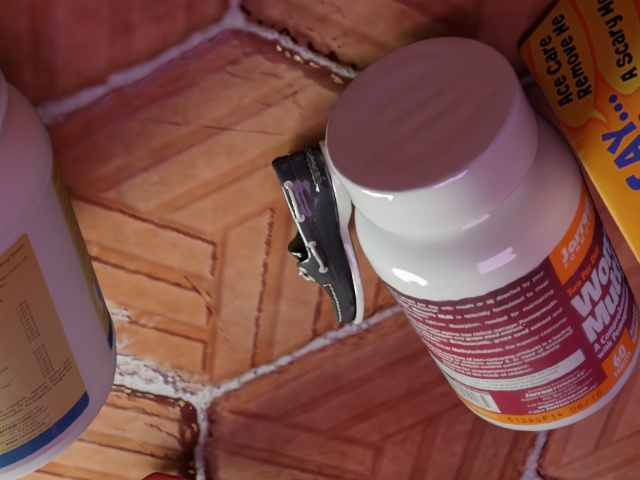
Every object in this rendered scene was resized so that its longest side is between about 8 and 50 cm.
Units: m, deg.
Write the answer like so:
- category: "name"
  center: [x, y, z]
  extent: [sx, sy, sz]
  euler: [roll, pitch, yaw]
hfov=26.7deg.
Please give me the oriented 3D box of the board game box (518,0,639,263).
- category: "board game box"
  center: [0.381, -0.052, 0.602]
  extent: [0.356, 0.356, 0.356]
  euler: [20, 124, -33]

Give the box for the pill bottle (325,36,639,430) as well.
- category: "pill bottle"
  center: [0.091, 0.001, 0.728]
  extent: [0.121, 0.121, 0.221]
  euler: [-26, 136, 8]

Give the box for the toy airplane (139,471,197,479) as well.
- category: "toy airplane"
  center: [-0.123, 0.395, 0.859]
  extent: [0.272, 0.384, 0.386]
  euler: [3, 135, -35]

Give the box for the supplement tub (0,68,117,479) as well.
- category: "supplement tub"
  center: [-0.183, 0.008, 0.623]
  extent: [0.144, 0.144, 0.199]
  euler: [-14, 136, -5]

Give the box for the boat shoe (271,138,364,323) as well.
- category: "boat shoe"
  center: [0.000, 0.000, 0.749]
  extent: [0.038, 0.046, 0.125]
  euler: [-15, 133, -4]
